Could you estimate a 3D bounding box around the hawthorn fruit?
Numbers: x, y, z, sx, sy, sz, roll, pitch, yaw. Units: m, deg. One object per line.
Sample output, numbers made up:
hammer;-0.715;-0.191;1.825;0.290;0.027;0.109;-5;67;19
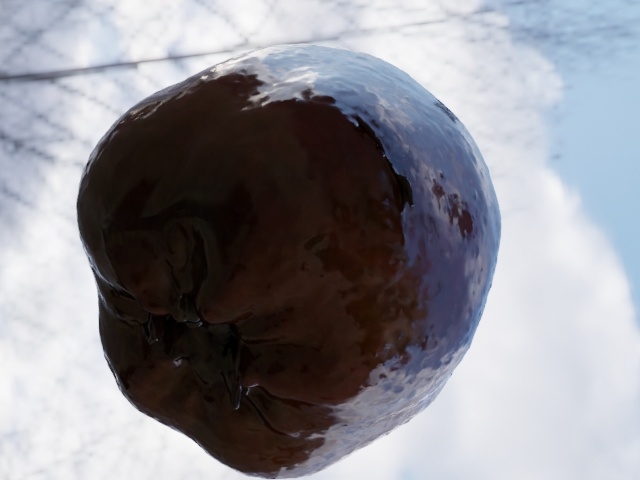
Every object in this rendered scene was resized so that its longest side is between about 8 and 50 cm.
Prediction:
hawthorn fruit;0.000;0.000;0.785;0.185;0.202;0.185;16;-59;29
